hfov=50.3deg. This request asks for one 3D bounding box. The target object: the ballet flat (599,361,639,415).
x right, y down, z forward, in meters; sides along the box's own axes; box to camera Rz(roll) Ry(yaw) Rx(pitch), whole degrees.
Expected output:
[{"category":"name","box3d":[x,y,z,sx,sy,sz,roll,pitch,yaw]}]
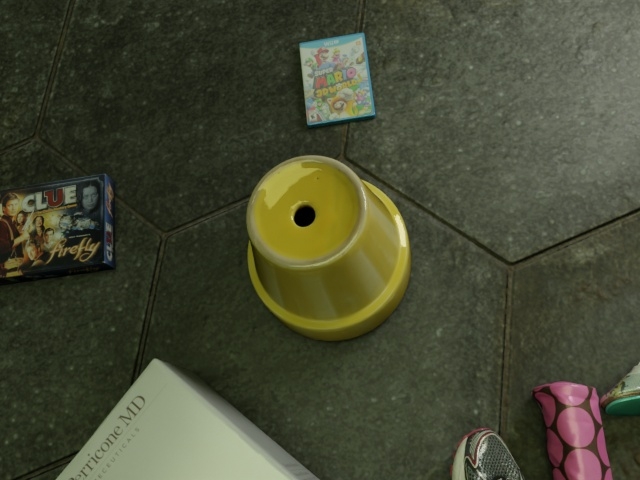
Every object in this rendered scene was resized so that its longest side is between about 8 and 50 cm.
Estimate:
[{"category":"ballet flat","box3d":[0.495,0.201,0.951,0.221,0.077,0.079,-2,54,3]}]

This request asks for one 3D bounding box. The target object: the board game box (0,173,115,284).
[{"category":"board game box","box3d":[-0.478,-0.017,1.177,0.243,0.042,0.165,-9,71,6]}]

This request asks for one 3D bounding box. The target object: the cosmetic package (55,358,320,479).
[{"category":"cosmetic package","box3d":[-0.112,0.393,0.930,0.453,0.161,0.230,35,81,18]}]

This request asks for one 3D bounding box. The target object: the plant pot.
[{"category":"plant pot","box3d":[0.000,0.000,0.991,0.253,0.239,0.254,-4,70,10]}]

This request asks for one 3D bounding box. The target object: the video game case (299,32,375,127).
[{"category":"video game case","box3d":[0.028,-0.283,1.199,0.119,0.015,0.166,-8,71,6]}]

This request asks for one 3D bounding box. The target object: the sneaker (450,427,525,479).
[{"category":"sneaker","box3d":[0.264,0.374,0.861,0.120,0.112,0.299,7,43,-27]}]

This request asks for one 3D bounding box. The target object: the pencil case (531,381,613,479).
[{"category":"pencil case","box3d":[0.343,0.300,0.929,0.095,0.098,0.209,12,68,-35]}]
